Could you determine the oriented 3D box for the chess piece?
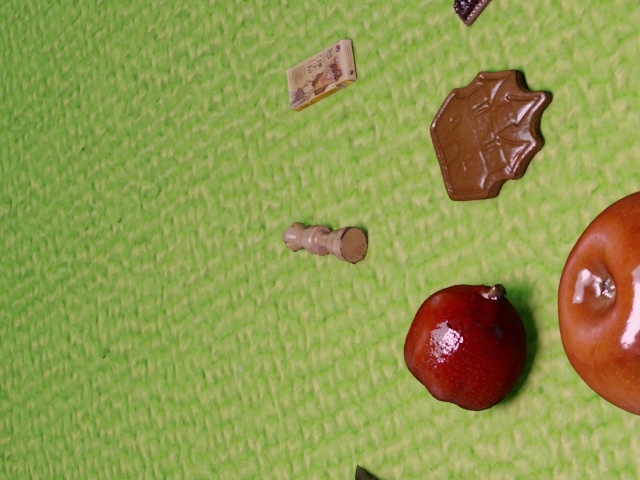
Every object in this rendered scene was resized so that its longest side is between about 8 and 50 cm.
[{"bbox_3d":[-0.001,0.000,2.377,0.172,0.060,0.060,7,90,51],"label":"chess piece"}]

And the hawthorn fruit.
[{"bbox_3d":[0.208,0.135,2.048,0.188,0.169,0.169,-56,47,22],"label":"hawthorn fruit"}]

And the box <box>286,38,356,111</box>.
[{"bbox_3d":[0.000,-0.269,2.440,0.149,0.020,0.073,-24,66,44],"label":"box"}]

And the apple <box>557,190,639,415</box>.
[{"bbox_3d":[0.402,0.074,1.798,0.251,0.206,0.272,32,109,49],"label":"apple"}]

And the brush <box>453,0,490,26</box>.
[{"bbox_3d":[0.271,-0.410,2.146,0.248,0.036,0.043,-49,55,32],"label":"brush"}]

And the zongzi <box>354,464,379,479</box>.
[{"bbox_3d":[0.094,0.368,2.218,0.109,0.055,0.119,-35,48,37],"label":"zongzi"}]

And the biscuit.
[{"bbox_3d":[0.244,-0.159,2.138,0.215,0.034,0.182,-35,60,40],"label":"biscuit"}]
